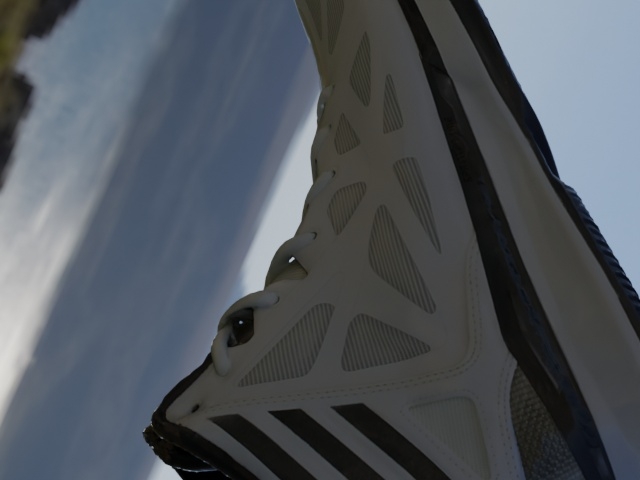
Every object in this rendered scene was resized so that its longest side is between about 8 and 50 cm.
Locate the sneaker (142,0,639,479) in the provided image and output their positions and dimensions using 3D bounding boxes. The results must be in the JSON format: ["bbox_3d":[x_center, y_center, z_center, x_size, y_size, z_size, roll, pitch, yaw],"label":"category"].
[{"bbox_3d":[0.000,0.000,1.077,0.169,0.257,0.447,68,-2,-49],"label":"sneaker"}]
